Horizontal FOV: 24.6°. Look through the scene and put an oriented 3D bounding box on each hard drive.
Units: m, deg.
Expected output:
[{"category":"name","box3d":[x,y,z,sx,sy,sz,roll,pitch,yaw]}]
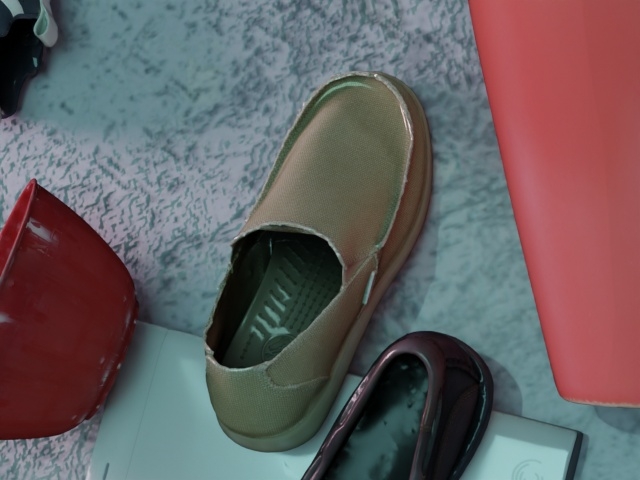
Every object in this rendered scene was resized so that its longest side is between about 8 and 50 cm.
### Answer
[{"category":"hard drive","box3d":[-0.007,0.184,0.943,0.307,0.040,0.203,12,84,19]}]

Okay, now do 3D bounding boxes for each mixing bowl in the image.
[{"category":"mixing bowl","box3d":[-0.181,0.060,0.966,0.098,0.181,0.181,23,86,-15]}]

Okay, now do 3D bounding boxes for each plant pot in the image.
[{"category":"plant pot","box3d":[0.223,-0.035,0.814,0.275,0.275,0.243,-2,89,16]}]

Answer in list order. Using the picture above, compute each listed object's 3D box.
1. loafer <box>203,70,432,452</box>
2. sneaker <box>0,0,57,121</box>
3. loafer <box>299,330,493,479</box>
[{"category":"loafer","box3d":[0.000,0.000,0.928,0.102,0.092,0.268,11,68,18]},{"category":"sneaker","box3d":[-0.290,-0.134,1.057,0.235,0.094,0.153,-25,65,0]},{"category":"loafer","box3d":[0.005,0.188,0.865,0.109,0.095,0.302,24,87,20]}]
